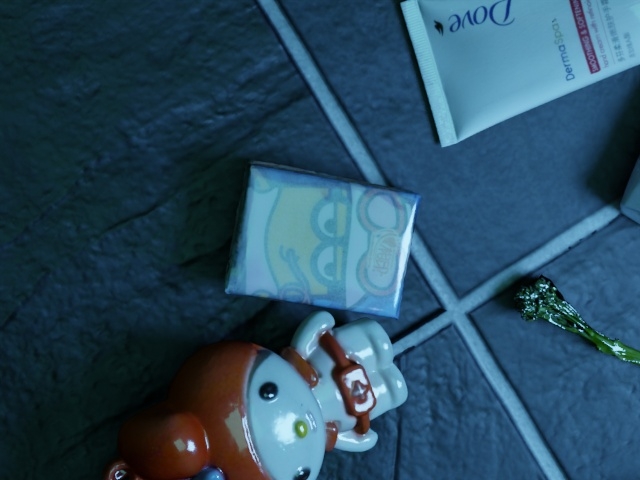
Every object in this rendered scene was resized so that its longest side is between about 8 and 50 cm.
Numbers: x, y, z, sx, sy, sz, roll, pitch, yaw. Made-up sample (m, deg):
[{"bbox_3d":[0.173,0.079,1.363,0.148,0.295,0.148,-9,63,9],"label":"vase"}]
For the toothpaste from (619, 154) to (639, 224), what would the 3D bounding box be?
[{"bbox_3d":[0.380,-0.176,1.429,0.125,0.080,0.371,29,84,-1],"label":"toothpaste"}]

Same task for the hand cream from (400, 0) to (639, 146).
[{"bbox_3d":[0.203,-0.183,1.402,0.248,0.083,0.133,-18,95,7],"label":"hand cream"}]

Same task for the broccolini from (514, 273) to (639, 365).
[{"bbox_3d":[0.267,0.099,1.448,0.218,0.042,0.044,32,92,-10],"label":"broccolini"}]

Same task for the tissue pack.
[{"bbox_3d":[0.000,0.000,1.395,0.155,0.065,0.115,10,96,-9],"label":"tissue pack"}]

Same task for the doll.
[{"bbox_3d":[-0.066,0.163,1.368,0.290,0.130,0.161,-26,107,-19],"label":"doll"}]
